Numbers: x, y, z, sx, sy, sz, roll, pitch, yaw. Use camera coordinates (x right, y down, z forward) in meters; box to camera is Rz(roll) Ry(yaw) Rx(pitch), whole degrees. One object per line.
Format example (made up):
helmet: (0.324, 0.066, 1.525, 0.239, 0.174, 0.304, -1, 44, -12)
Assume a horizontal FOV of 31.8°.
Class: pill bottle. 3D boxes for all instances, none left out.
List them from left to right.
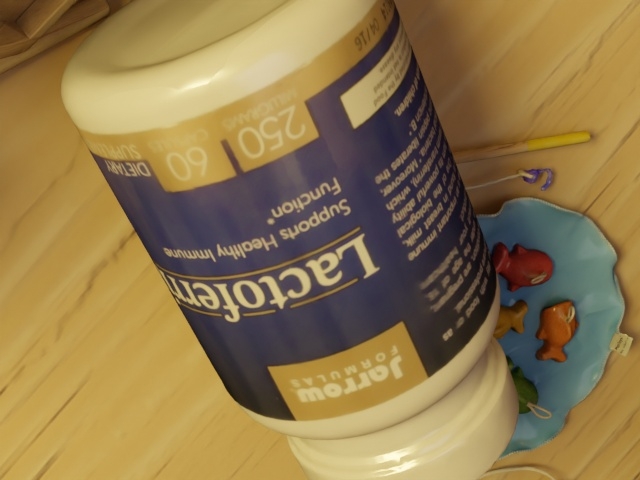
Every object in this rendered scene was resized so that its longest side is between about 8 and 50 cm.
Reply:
pill bottle: (0.000, 0.000, 0.551, 0.153, 0.153, 0.265, -33, 119, -12)

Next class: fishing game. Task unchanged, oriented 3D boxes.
fishing game: (0.117, 0.065, 0.700, 0.189, 0.041, 0.264, -6, 111, -21)

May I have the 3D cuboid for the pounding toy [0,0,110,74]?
pounding toy: (-0.153, -0.122, 0.458, 0.206, 0.181, 0.094, -38, 92, 24)
